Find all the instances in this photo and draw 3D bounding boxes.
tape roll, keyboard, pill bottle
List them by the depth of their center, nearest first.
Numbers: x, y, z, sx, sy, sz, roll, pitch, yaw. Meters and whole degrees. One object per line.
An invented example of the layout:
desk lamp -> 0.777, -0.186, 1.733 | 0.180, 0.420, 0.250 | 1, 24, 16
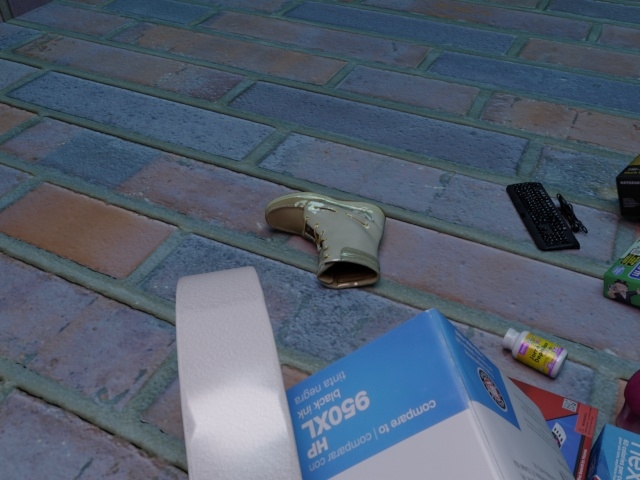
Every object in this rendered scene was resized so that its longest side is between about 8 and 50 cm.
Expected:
tape roll -> -0.061, 0.217, 0.538 | 0.072, 0.391, 0.392 | -9, 41, -10
pill bottle -> 0.300, 0.155, 0.864 | 0.083, 0.043, 0.043 | 26, 47, 28
keyboard -> 0.415, -0.058, 1.116 | 0.100, 0.038, 0.192 | -4, 41, -4

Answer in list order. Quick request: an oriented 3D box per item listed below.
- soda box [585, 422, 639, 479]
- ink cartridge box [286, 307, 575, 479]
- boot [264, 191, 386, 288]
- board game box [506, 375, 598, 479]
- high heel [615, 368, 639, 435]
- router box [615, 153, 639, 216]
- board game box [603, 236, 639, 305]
soda box -> 0.321, 0.309, 0.666 | 0.071, 0.067, 0.210 | 18, 43, 21
ink cartridge box -> 0.143, 0.295, 0.469 | 0.166, 0.285, 0.394 | -33, 45, 16
boot -> 0.000, 0.000, 1.029 | 0.213, 0.077, 0.165 | 6, 43, 4
board game box -> 0.229, 0.286, 0.726 | 0.145, 0.027, 0.281 | 17, 44, 22
high heel -> 0.495, 0.212, 0.737 | 0.244, 0.117, 0.082 | 14, 43, 17
router box -> 0.705, -0.120, 1.034 | 0.309, 0.081, 0.243 | 6, 31, 47
board game box -> 0.627, 0.021, 0.970 | 0.317, 0.046, 0.214 | -33, 32, -32
